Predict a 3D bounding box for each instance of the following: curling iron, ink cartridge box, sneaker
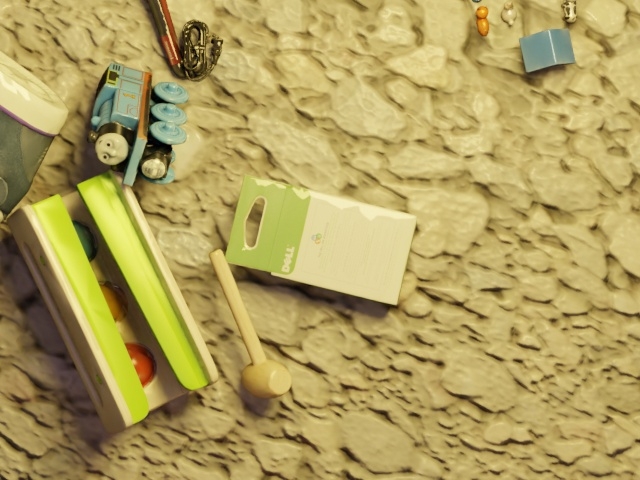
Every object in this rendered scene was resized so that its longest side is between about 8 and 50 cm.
[{"bbox_3d":[-0.190,-0.316,1.653,0.068,0.035,0.274,-25,91,-8],"label":"curling iron"},{"bbox_3d":[0.000,0.000,1.641,0.209,0.062,0.109,14,88,-2],"label":"ink cartridge box"},{"bbox_3d":[-0.457,-0.133,1.498,0.322,0.130,0.236,35,101,-14],"label":"sneaker"}]

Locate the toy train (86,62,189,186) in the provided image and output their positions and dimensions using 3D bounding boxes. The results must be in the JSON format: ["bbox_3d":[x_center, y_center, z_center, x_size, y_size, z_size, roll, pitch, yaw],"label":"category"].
[{"bbox_3d":[-0.208,-0.129,1.581,0.105,0.184,0.080,13,121,-12],"label":"toy train"}]

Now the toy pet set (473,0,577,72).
[{"bbox_3d":[0.253,-0.258,1.661,0.122,0.065,0.114,-12,89,-3],"label":"toy pet set"}]

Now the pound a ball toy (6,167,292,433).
[{"bbox_3d":[-0.199,0.076,1.610,0.208,0.135,0.319,-26,92,-26],"label":"pound a ball toy"}]
